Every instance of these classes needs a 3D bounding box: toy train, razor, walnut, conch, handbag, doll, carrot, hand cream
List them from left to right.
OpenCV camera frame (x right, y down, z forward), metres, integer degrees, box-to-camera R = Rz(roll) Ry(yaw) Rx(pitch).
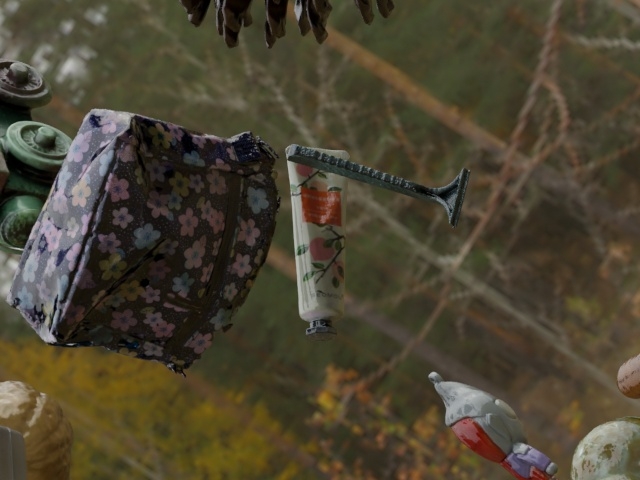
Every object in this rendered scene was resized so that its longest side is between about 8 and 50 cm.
[{"bbox_3d":[-0.396,-0.106,1.761,0.150,0.221,0.304,-63,36,28],"label":"toy train"},{"bbox_3d":[-0.477,0.316,2.390,0.224,0.257,0.257,-54,-4,-4],"label":"walnut"},{"bbox_3d":[-0.146,-0.004,1.416,0.207,0.127,0.229,14,-80,-42],"label":"handbag"},{"bbox_3d":[0.000,0.000,1.852,0.050,0.080,0.234,135,137,-61],"label":"hand cream"},{"bbox_3d":[0.057,-0.065,1.682,0.033,0.190,0.066,118,167,-73],"label":"razor"},{"bbox_3d":[0.225,0.250,2.074,0.075,0.227,0.102,-43,-12,-19],"label":"doll"},{"bbox_3d":[0.313,0.237,1.651,0.116,0.106,0.173,-37,-14,5],"label":"conch"},{"bbox_3d":[0.393,0.124,1.776,0.048,0.048,0.216,-54,4,-34],"label":"carrot"}]

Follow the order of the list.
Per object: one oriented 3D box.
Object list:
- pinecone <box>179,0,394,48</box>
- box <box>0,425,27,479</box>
[{"bbox_3d":[-0.019,-0.280,1.352,0.292,0.246,0.246,-22,2,10],"label":"pinecone"},{"bbox_3d":[-0.459,0.317,1.980,0.243,0.055,0.103,-31,54,30],"label":"box"}]
